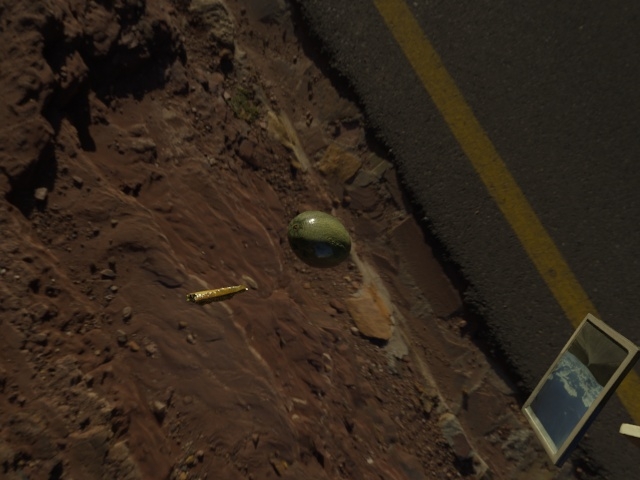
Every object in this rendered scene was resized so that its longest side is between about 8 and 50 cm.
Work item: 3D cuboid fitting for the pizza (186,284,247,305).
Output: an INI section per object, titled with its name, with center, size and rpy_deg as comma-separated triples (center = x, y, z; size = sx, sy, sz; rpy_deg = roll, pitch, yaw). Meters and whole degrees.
[pizza]
center = -0.203, 0.103, 0.885
size = 0.108, 0.123, 0.026
rpy_deg = -9, 88, 37

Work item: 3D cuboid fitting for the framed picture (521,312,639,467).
[framed picture]
center = 0.490, 0.278, 0.930
size = 0.023, 0.189, 0.260
rpy_deg = 28, 103, -1

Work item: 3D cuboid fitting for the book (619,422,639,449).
[book]
center = 0.614, 0.355, 0.692
size = 0.310, 0.217, 0.021
rpy_deg = 37, 67, -22

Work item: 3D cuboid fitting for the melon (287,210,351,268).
[melon]
center = 0.000, 0.000, 0.853
size = 0.130, 0.098, 0.098
rpy_deg = 26, 79, -38
